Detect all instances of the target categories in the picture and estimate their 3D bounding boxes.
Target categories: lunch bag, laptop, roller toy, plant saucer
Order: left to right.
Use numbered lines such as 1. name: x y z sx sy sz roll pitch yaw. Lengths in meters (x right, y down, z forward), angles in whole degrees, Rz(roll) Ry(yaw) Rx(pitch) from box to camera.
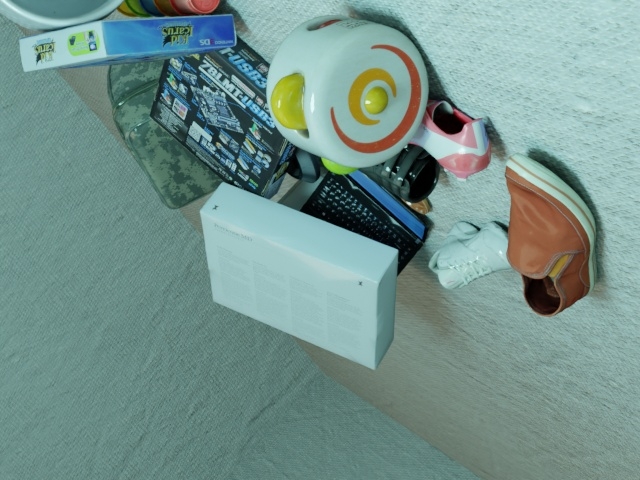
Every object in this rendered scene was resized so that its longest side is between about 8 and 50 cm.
1. lunch bag: -0.330 -0.265 2.508 0.256 0.212 0.305 56 175 39
2. roller toy: 0.038 -0.199 1.531 0.209 0.191 0.146 36 175 -37
3. laptop: 0.065 -0.028 2.163 0.234 0.264 0.136 43 -150 9
4. plant saucer: 0.157 -0.079 1.994 0.083 0.013 0.083 41 169 10

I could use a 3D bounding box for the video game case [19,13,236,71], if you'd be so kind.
1. video game case: -0.321 -0.329 1.932 0.244 0.269 0.061 2 101 45

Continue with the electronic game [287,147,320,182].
1. electronic game: -0.077 -0.207 2.245 0.229 0.048 0.229 49 168 14

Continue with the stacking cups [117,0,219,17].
1. stacking cups: -0.267 -0.427 2.029 0.316 0.096 0.096 24 157 54

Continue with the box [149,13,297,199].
1. box: -0.171 -0.242 2.148 0.295 0.073 0.293 41 144 9

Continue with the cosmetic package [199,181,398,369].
1. cosmetic package: -0.040 0.070 2.231 0.377 0.097 0.284 22 146 18

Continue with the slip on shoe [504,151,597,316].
1. slip on shoe: 0.303 0.001 1.571 0.123 0.101 0.331 38 166 34

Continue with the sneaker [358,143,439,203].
1. sneaker: 0.077 -0.152 1.742 0.147 0.104 0.296 28 176 44

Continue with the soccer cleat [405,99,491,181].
1. soccer cleat: 0.143 -0.168 1.611 0.248 0.083 0.095 36 144 42

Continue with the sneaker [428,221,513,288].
1. sneaker: 0.246 0.037 1.845 0.090 0.115 0.232 46 168 -11

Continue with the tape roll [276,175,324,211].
1. tape roll: 0.000 0.000 2.419 0.246 0.169 0.246 41 169 10

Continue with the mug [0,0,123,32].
1. mug: -0.503 -0.511 1.976 0.374 0.276 0.328 23 178 -18
